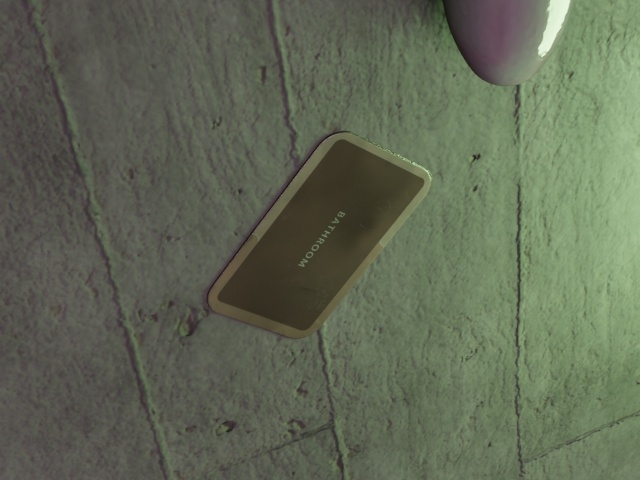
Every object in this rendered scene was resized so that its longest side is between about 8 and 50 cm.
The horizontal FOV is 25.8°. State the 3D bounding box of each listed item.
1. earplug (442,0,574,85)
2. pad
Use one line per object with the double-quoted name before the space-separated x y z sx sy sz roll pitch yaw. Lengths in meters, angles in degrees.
"earplug" 0.187 -0.277 1.373 0.172 0.172 0.301 -21 140 -12
"pad" 0.000 0.000 1.595 0.176 0.002 0.266 22 113 -40
